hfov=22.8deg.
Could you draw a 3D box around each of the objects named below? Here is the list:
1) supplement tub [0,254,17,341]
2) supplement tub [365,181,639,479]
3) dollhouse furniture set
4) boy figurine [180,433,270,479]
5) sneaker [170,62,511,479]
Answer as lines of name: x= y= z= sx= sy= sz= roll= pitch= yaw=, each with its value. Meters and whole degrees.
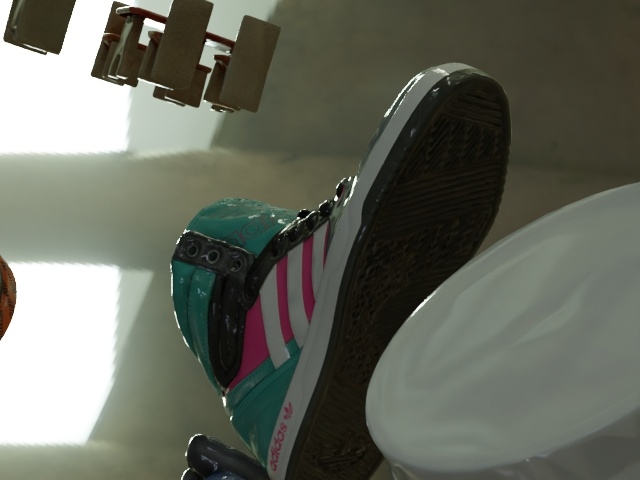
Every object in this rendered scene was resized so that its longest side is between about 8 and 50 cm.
supplement tub: x=-0.419 y=-0.005 z=1.413 sx=0.193 sy=0.193 sz=0.316 roll=-60 pitch=-38 yaw=-18
supplement tub: x=0.181 y=0.152 z=0.729 sx=0.228 sy=0.228 sz=0.316 roll=-48 pitch=-65 yaw=-33
dollhouse furniture set: x=-0.186 y=-0.232 z=1.655 sx=0.259 sy=0.262 sz=0.135 roll=17 pitch=-90 yaw=-22
boy figurine: x=-0.134 y=0.291 z=1.213 sx=0.285 sy=0.092 sz=0.177 roll=-54 pitch=-13 yaw=-37
sneaker: x=0.000 y=0.000 z=0.993 sx=0.124 sy=0.178 sz=0.295 roll=2 pitch=-62 yaw=-43
